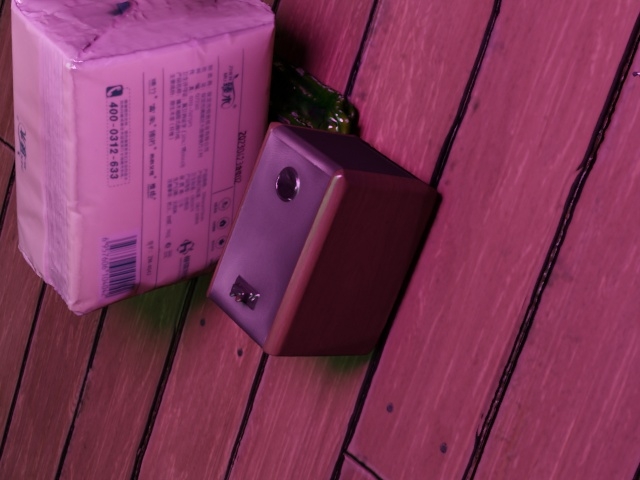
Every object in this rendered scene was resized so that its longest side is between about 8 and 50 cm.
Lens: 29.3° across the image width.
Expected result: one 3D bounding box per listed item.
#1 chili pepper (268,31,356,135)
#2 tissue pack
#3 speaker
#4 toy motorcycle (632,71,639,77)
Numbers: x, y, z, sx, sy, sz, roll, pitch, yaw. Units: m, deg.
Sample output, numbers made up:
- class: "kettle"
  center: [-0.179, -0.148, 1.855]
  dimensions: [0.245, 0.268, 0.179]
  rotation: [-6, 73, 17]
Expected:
- class: "chili pepper"
  center: [-0.036, -0.187, 1.580]
  dimensions: [0.257, 0.074, 0.100]
  rotation: [38, 112, 37]
- class: "tissue pack"
  center: [-0.220, -0.129, 1.534]
  dimensions: [0.207, 0.297, 0.380]
  rotation: [44, 138, 39]
- class: "speaker"
  center: [0.000, 0.000, 1.433]
  dimensions: [0.153, 0.192, 0.231]
  rotation: [39, 114, 43]
- class: "toy motorcycle"
  center: [0.352, -0.186, 1.150]
  dimensions: [0.122, 0.082, 0.213]
  rotation: [-27, 56, 44]
